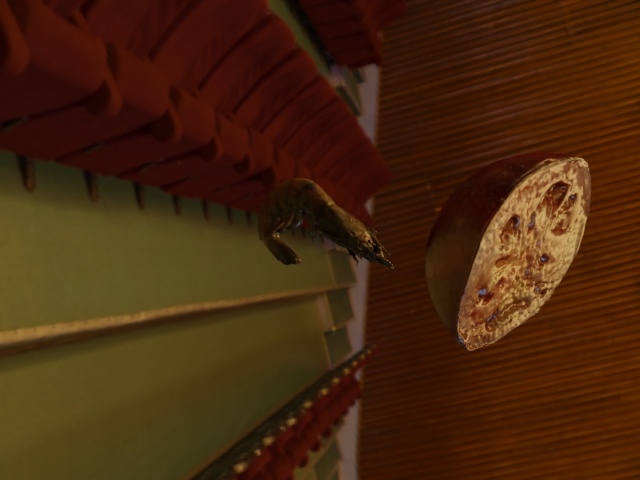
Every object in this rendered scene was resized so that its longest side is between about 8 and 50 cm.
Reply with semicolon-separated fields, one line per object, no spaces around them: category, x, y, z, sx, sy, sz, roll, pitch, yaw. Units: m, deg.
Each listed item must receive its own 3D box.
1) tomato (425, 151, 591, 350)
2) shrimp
tomato;0.276;-0.009;1.222;0.144;0.338;0.338;33;-19;36
shrimp;0.000;0.000;1.544;0.296;0.169;0.058;38;3;17
